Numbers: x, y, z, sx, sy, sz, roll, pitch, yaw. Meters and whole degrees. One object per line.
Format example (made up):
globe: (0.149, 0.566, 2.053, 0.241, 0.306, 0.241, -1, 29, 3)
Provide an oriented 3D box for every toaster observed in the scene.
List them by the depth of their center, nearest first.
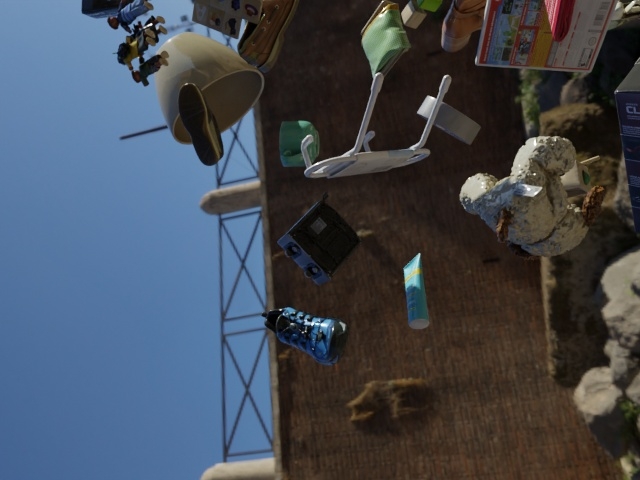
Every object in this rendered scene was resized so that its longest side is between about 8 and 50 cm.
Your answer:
toaster: (0.000, 0.000, 1.549, 0.168, 0.110, 0.185, 46, -121, -6)

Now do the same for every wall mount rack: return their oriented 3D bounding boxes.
wall mount rack: (0.126, -0.237, 1.283, 0.350, 0.304, 0.130, -12, -98, -37)

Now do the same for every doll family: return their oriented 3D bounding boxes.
doll family: (-0.374, -0.408, 1.183, 0.076, 0.111, 0.193, 21, -124, -51)

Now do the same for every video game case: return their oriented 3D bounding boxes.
video game case: (0.535, -0.505, 1.404, 0.204, 0.285, 0.025, 87, -169, -51)

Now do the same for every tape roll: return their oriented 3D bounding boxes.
tape roll: (0.448, -0.419, 2.037, 0.072, 0.219, 0.219, -59, -5, 13)

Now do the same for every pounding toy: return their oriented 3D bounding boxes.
pounding toy: (0.667, -0.173, 1.561, 0.130, 0.141, 0.100, 9, -108, -51)

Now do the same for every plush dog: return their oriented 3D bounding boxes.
plush dog: (0.435, -0.048, 1.170, 0.225, 0.262, 0.210, 27, -129, -22)

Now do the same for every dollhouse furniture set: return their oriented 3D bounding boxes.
dollhouse furniture set: (0.162, -0.604, 1.570, 0.301, 0.151, 0.197, -47, 41, 47)

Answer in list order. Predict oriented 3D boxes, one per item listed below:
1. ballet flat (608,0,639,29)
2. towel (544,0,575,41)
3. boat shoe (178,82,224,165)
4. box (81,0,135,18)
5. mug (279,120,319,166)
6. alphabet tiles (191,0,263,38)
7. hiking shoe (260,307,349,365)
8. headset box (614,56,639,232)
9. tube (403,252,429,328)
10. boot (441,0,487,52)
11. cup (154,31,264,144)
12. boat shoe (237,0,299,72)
ballet flat: (0.976, -0.732, 1.858, 0.079, 0.222, 0.077, 53, -153, -71)
towel: (0.475, -0.559, 1.163, 0.199, 0.031, 0.274, 75, -163, -56)
boat shoe: (-0.218, -0.215, 1.076, 0.049, 0.056, 0.152, -53, -45, -61)
box: (-0.496, -0.660, 1.414, 0.051, 0.175, 0.220, -1, -83, -63)
mug: (-0.057, -0.263, 1.656, 0.129, 0.097, 0.157, 70, -159, -67)
alphabet tiles: (-0.254, -0.734, 1.554, 0.011, 0.285, 0.342, -28, -39, -54)
hiking shoe: (-0.040, 0.225, 1.390, 0.304, 0.132, 0.113, -4, 72, 65)
headset box: (0.526, -0.173, 0.819, 0.218, 0.110, 0.293, -46, -52, -21)
tube: (0.256, 0.137, 1.566, 0.052, 0.080, 0.207, 23, -135, -24)
boot: (0.432, -0.657, 1.554, 0.109, 0.283, 0.220, 48, 170, 14)
cup: (-0.376, -0.490, 1.789, 0.237, 0.331, 0.331, 52, -170, 9)
boat shoe: (-0.142, -0.620, 1.593, 0.104, 0.111, 0.307, 24, -109, -36)
